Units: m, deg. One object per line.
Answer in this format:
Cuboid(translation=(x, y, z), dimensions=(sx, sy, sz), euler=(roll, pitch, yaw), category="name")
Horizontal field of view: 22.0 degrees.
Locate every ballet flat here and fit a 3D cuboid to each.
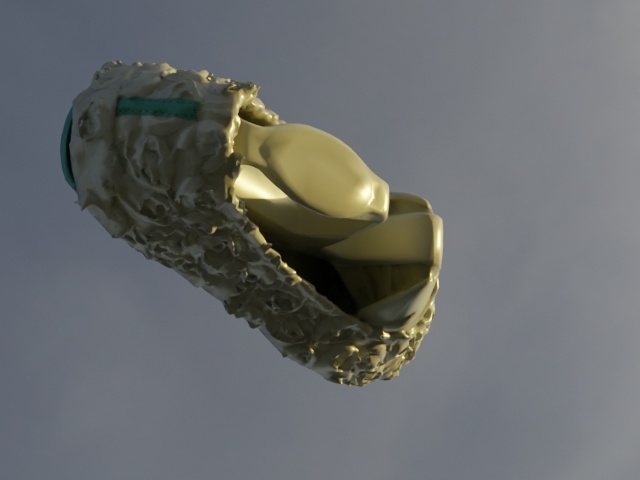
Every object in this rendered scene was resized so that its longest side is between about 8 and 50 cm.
Cuboid(translation=(0.000, 0.000, 1.063), dimensions=(0.147, 0.147, 0.409), euler=(-56, -36, 3), category="ballet flat")
